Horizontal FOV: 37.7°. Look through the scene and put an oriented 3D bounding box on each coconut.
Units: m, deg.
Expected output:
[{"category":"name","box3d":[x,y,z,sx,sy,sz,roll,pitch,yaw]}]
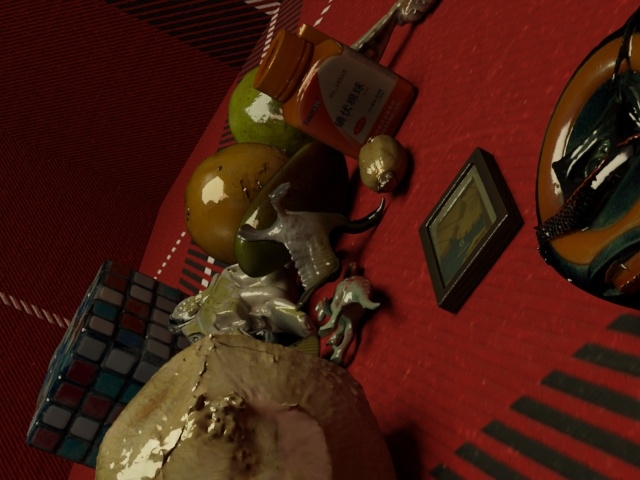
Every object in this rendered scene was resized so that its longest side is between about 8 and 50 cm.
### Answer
[{"category":"coconut","box3d":[-0.072,0.239,0.917,0.254,0.297,0.297,-46,24,54]}]

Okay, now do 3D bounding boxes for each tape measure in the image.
[{"category":"tape measure","box3d":[0.237,-0.056,0.635,0.202,0.135,0.222,-99,31,-49]}]

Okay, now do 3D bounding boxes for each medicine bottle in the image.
[{"category":"medicine bottle","box3d":[0.016,-0.231,1.458,0.149,0.222,0.112,-61,16,12]}]

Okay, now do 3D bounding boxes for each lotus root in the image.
[{"category":"lotus root","box3d":[0.090,-0.107,1.330,0.073,0.062,0.150,-35,26,16]}]

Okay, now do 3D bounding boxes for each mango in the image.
[{"category":"mango","box3d":[-0.036,-0.048,1.482,0.111,0.133,0.267,-3,43,53]}]

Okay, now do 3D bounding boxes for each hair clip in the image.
[{"category":"hair clip","box3d":[0.139,-0.399,1.599,0.300,0.069,0.173,-50,20,14]}]

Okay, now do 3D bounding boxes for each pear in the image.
[{"category":"pear","box3d":[-0.067,-0.232,1.757,0.212,0.212,0.269,-63,31,5]}]

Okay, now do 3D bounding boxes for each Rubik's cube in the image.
[{"category":"Rubik's cube","box3d":[-0.364,0.260,1.824,0.286,0.292,0.293,-58,15,20]}]

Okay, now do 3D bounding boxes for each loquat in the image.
[{"category":"loquat","box3d":[-0.122,-0.059,1.628,0.235,0.235,0.235,-56,18,28]}]

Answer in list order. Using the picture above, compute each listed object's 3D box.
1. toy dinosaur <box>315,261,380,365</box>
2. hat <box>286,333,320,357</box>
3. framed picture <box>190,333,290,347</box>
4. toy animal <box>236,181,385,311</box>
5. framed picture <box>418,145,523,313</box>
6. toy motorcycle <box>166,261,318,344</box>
[{"category":"toy dinosaur","box3d":[0.043,0.074,1.209,0.167,0.053,0.242,-64,5,-24]},{"category":"hat","box3d":[-0.079,0.194,1.237,0.193,0.082,0.193,-59,11,18]},{"category":"framed picture","box3d":[-0.138,0.180,1.548,0.211,0.020,0.289,-32,26,17]},{"category":"toy animal","box3d":[-0.007,-0.014,1.324,0.197,0.160,0.272,-47,12,10]},{"category":"framed picture","box3d":[0.160,-0.015,1.030,0.128,0.023,0.168,-57,17,25]},{"category":"toy motorcycle","box3d":[-0.113,0.113,1.484,0.223,0.107,0.341,-37,25,-14]}]
